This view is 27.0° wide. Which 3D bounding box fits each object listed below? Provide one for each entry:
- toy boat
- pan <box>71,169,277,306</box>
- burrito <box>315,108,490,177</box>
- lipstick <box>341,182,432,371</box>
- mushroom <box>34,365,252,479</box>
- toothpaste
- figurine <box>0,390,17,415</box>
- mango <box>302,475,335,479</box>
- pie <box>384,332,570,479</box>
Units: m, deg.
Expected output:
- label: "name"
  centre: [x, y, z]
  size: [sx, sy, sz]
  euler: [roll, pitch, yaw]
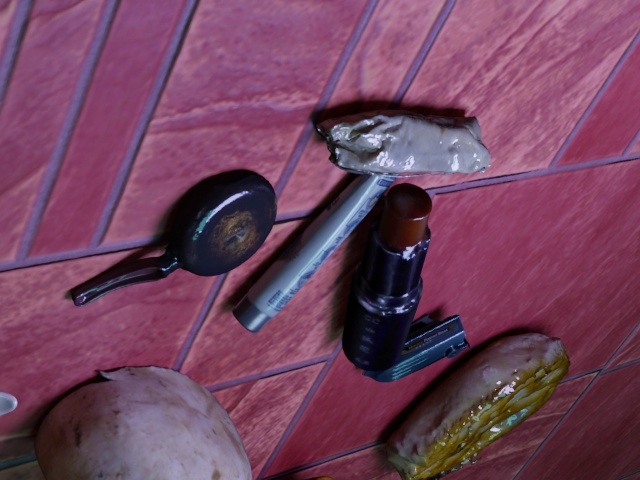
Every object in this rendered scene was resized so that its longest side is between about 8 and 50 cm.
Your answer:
- label: "toy boat"
  centre: [0.117, 0.139, 1.679]
  size: [0.141, 0.060, 0.055]
  euler: [-27, 152, -4]
- label: "pan"
  centre: [-0.129, 0.010, 1.223]
  size: [0.212, 0.040, 0.115]
  euler: [-31, 146, -13]
- label: "burrito"
  centre: [0.086, -0.095, 1.286]
  size: [0.229, 0.058, 0.063]
  euler: [-3, 104, -47]
- label: "lipstick"
  centre: [0.075, 0.042, 1.456]
  size: [0.081, 0.081, 0.299]
  euler: [-24, 150, -23]
- label: "mushroom"
  centre: [-0.178, 0.262, 1.392]
  size: [0.195, 0.189, 0.254]
  euler: [-45, 143, 12]
- label: "toothpaste"
  centre: [0.000, 0.000, 1.354]
  size: [0.239, 0.039, 0.062]
  euler: [-47, 160, 14]
- label: "figurine"
  centre: [-0.379, 0.157, 1.079]
  size: [0.235, 0.127, 0.155]
  euler: [-37, 132, -4]
- label: "mango"
  centre: [-0.100, 0.460, 1.785]
  size: [0.350, 0.201, 0.199]
  euler: [-36, 124, 15]
- label: "pie"
  centre: [0.234, 0.241, 1.937]
  size: [0.315, 0.092, 0.315]
  euler: [-31, 156, -15]
